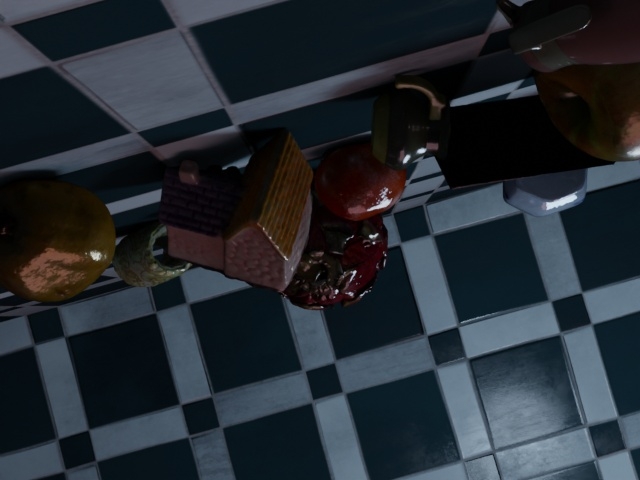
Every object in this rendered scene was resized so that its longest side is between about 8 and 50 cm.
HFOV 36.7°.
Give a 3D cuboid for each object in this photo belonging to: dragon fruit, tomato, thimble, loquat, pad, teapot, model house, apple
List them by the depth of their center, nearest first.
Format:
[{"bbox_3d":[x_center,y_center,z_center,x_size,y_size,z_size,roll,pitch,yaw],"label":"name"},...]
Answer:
[{"bbox_3d":[0.435,-0.241,1.365,0.226,0.246,0.246,-34,180,-12],"label":"apple"},{"bbox_3d":[-0.410,-0.006,1.429,0.234,0.176,0.187,22,105,-53],"label":"loquat"},{"bbox_3d":[0.139,-0.182,1.459,0.119,0.130,0.166,1,142,-1],"label":"teapot"},{"bbox_3d":[0.296,-0.169,1.562,0.247,0.007,0.368,-9,-155,0],"label":"pad"},{"bbox_3d":[-0.132,-0.073,1.619,0.236,0.202,0.237,19,152,6],"label":"model house"},{"bbox_3d":[0.079,-0.119,1.890,0.187,0.152,0.187,-16,170,-3],"label":"tomato"},{"bbox_3d":[-0.003,0.001,2.190,0.329,0.329,0.329,-15,176,-1],"label":"dragon fruit"},{"bbox_3d":[-0.374,0.026,2.238,0.143,0.138,0.190,-22,-173,43],"label":"thimble"}]

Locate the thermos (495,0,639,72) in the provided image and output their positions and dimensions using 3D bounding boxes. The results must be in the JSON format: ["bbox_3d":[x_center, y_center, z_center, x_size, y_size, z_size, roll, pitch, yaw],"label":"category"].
[{"bbox_3d":[0.318,-0.254,1.047,0.176,0.146,0.265,-20,-175,-33],"label":"thermos"}]

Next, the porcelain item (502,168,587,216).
[{"bbox_3d":[0.492,-0.172,2.118,0.178,0.243,0.405,3,-179,9],"label":"porcelain item"}]
